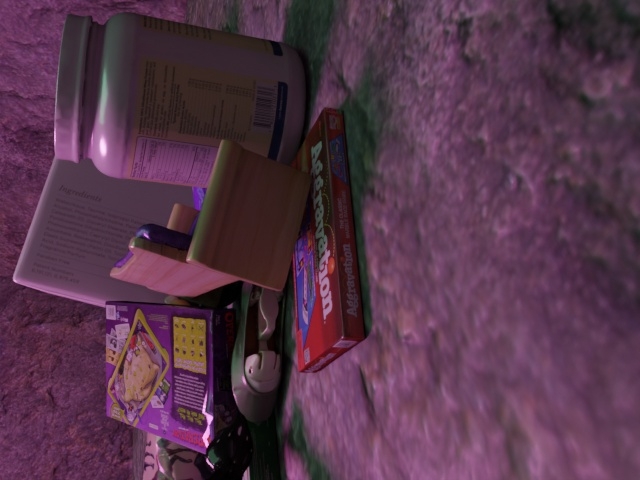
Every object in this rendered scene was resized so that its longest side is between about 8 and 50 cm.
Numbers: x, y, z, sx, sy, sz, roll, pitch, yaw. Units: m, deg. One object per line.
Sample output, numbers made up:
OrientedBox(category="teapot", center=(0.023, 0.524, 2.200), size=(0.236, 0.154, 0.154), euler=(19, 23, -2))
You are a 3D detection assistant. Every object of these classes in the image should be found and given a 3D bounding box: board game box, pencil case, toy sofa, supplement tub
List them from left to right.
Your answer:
OrientedBox(category="board game box", center=(-0.249, 0.204, 1.005), size=(0.347, 0.056, 0.208), euler=(-2, 84, 47))
OrientedBox(category="supplement tub", center=(-0.205, -0.197, 0.924), size=(0.235, 0.325, 0.235), euler=(-174, 90, -71))
OrientedBox(category="pencil case", center=(-0.243, 0.407, 1.121), size=(0.183, 0.160, 0.410), euler=(-28, 58, 51))
OrientedBox(category="toy sofa", center=(-0.165, -0.011, 0.856), size=(0.362, 0.177, 0.150), euler=(-24, 49, 66))
OrientedBox(category="board game box", center=(-0.109, 0.375, 0.925), size=(0.213, 0.046, 0.317), euler=(120, 149, -48))
OrientedBox(category="board game box", center=(0.000, 0.000, 0.745), size=(0.145, 0.027, 0.281), euler=(131, 140, -56))

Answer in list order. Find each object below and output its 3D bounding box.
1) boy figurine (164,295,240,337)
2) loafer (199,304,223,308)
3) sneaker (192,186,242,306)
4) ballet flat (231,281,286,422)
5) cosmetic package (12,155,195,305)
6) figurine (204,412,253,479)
OrientedBox(category="boy figurine", center=(-0.194, 0.157, 1.079), size=(0.092, 0.177, 0.285), euler=(-49, 21, -18))
OrientedBox(category="loafer", center=(-0.253, 0.099, 1.351), size=(0.078, 0.076, 0.223), euler=(-51, 41, 43))
OrientedBox(category="sneaker", center=(-0.171, -0.015, 1.129), size=(0.146, 0.102, 0.293), euler=(-139, 49, -66))
OrientedBox(category="ballet flat", center=(-0.083, 0.143, 0.876), size=(0.068, 0.072, 0.213), euler=(150, 123, -61))
OrientedBox(category="cosmetic package", center=(-0.466, -0.038, 1.480), size=(0.329, 0.327, 0.393), euler=(157, 129, -73))
OrientedBox(category="figurine", center=(-0.130, 0.361, 0.793), size=(0.209, 0.092, 0.215), euler=(-90, 14, -62))
